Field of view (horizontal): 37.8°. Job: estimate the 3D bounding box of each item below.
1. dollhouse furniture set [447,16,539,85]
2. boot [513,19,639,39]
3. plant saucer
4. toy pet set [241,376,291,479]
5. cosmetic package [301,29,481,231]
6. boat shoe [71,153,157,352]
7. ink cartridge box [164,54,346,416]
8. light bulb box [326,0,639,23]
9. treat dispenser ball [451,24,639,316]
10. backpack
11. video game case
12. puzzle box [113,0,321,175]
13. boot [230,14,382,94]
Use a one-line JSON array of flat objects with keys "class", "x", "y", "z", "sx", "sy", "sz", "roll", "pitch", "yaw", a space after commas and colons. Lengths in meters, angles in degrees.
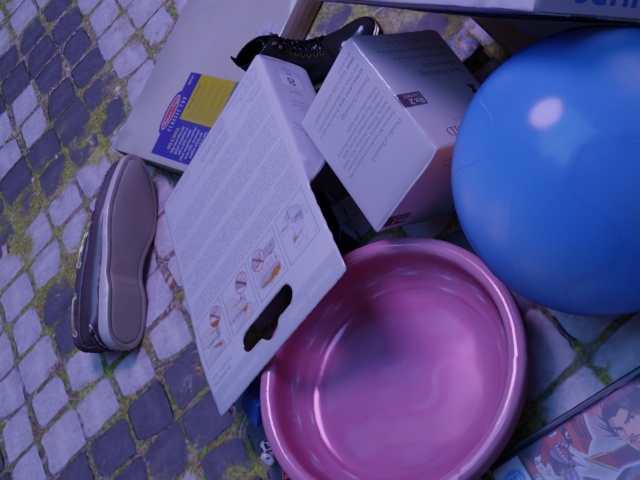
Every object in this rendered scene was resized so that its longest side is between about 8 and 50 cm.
[{"class": "dollhouse furniture set", "x": 0.208, "y": -0.328, "z": 1.199, "sx": 0.212, "sy": 0.161, "sz": 0.242, "roll": -43, "pitch": 49, "yaw": 13}, {"class": "boot", "x": 0.358, "y": -0.299, "z": 1.086, "sx": 0.258, "sy": 0.095, "sz": 0.123, "roll": 4, "pitch": 69, "yaw": 11}, {"class": "plant saucer", "x": 0.089, "y": 0.159, "z": 1.088, "sx": 0.332, "sy": 0.084, "sz": 0.332, "roll": -15, "pitch": 56, "yaw": 24}, {"class": "toy pet set", "x": -0.047, "y": 0.222, "z": 1.193, "sx": 0.122, "sy": 0.065, "sz": 0.114, "roll": -49, "pitch": 48, "yaw": 7}, {"class": "cosmetic package", "x": 0.104, "y": -0.135, "z": 1.131, "sx": 0.184, "sy": 0.151, "sz": 0.151, "roll": 55, "pitch": 138, "yaw": 22}, {"class": "boat shoe", "x": -0.332, "y": 0.019, "z": 1.484, "sx": 0.096, "sy": 0.116, "sz": 0.324, "roll": -11, "pitch": 68, "yaw": 30}, {"class": "ink cartridge box", "x": -0.076, "y": -0.008, "z": 1.243, "sx": 0.308, "sy": 0.091, "sz": 0.385, "roll": -51, "pitch": 44, "yaw": 33}, {"class": "light bulb box", "x": 0.172, "y": -0.410, "z": 0.937, "sx": 0.358, "sy": 0.225, "sz": 0.361, "roll": 20, "pitch": 111, "yaw": 50}, {"class": "treat dispenser ball", "x": 0.274, "y": -0.069, "z": 0.935, "sx": 0.288, "sy": 0.288, "sz": 0.288, "roll": -17, "pitch": 59, "yaw": 31}, {"class": "backpack", "x": 0.000, "y": 0.000, "z": 1.251, "sx": 0.105, "sy": 0.084, "sz": 0.114, "roll": -37, "pitch": 44, "yaw": 19}, {"class": "video game case", "x": 0.327, "y": 0.257, "z": 0.907, "sx": 0.275, "sy": 0.035, "sz": 0.248, "roll": -38, "pitch": 50, "yaw": 18}, {"class": "puzzle box", "x": -0.163, "y": -0.295, "z": 1.545, "sx": 0.272, "sy": 0.052, "sz": 0.409, "roll": 20, "pitch": 82, "yaw": 41}, {"class": "boot", "x": -0.019, "y": -0.281, "z": 1.369, "sx": 0.198, "sy": 0.137, "sz": 0.077, "roll": -38, "pitch": 51, "yaw": 16}]
